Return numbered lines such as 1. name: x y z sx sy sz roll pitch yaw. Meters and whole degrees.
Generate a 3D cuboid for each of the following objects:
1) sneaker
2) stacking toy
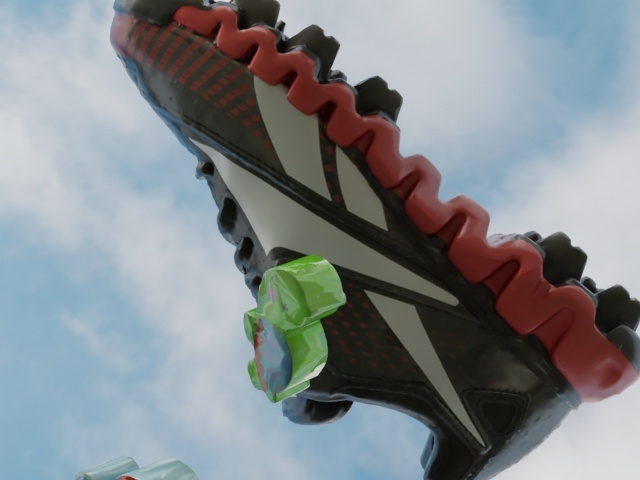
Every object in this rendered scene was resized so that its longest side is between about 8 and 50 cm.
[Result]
1. sneaker: 0.000 0.000 0.517 0.276 0.097 0.135 41 -88 3
2. stacking toy: -0.050 0.124 0.353 0.052 0.167 0.221 13 -69 42
